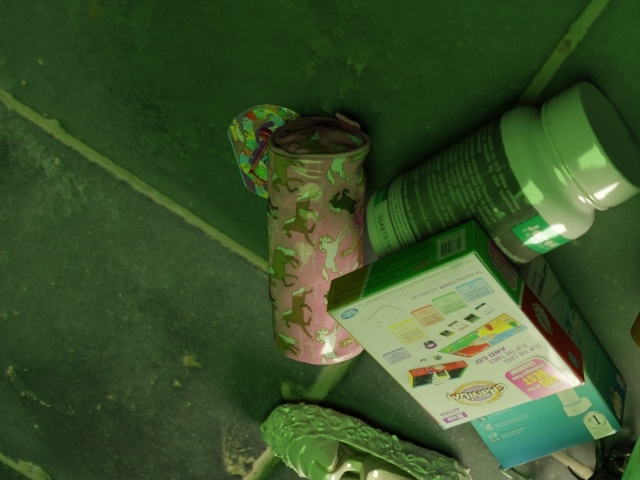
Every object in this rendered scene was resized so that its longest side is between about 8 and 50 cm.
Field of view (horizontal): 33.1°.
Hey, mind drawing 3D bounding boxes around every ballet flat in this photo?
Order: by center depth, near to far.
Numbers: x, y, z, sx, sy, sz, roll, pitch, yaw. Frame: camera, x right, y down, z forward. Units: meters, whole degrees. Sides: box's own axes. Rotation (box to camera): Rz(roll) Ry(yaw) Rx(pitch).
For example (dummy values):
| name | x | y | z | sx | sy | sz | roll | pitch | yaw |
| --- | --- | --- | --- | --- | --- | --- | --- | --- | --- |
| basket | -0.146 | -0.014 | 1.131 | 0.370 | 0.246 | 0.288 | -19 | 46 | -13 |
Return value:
| name | x | y | z | sx | sy | sz | roll | pitch | yaw |
| --- | --- | --- | --- | --- | --- | --- | --- | --- | --- |
| ballet flat | 0.072 | 0.399 | 1.908 | 0.408 | 0.147 | 0.147 | 15 | 122 | 11 |

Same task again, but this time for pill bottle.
| name | x | y | z | sx | sy | sz | roll | pitch | yaw |
| --- | --- | --- | --- | --- | --- | --- | --- | --- | --- |
| pill bottle | 0.260 | -0.064 | 1.537 | 0.361 | 0.204 | 0.204 | -31 | 105 | 31 |

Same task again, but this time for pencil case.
| name | x | y | z | sx | sy | sz | roll | pitch | yaw |
| --- | --- | --- | --- | --- | --- | --- | --- | --- | --- |
| pencil case | 0.000 | 0.000 | 1.684 | 0.160 | 0.167 | 0.386 | 4 | 119 | 10 |

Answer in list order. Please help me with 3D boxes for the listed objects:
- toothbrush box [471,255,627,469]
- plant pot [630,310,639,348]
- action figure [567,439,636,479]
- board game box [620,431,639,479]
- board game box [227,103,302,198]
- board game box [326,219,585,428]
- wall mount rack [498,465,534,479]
| name | x | y | z | sx | sy | sz | roll | pitch | yaw |
| --- | --- | --- | --- | --- | --- | --- | --- | --- | --- |
| toothbrush box | 0.315 | 0.189 | 1.707 | 0.216 | 0.126 | 0.295 | -28 | 107 | 30 |
| plant pot | 0.603 | 0.089 | 1.481 | 0.290 | 0.291 | 0.204 | 20 | 106 | 8 |
| action figure | 0.537 | 0.401 | 1.743 | 0.275 | 0.141 | 0.164 | -10 | 105 | 22 |
| board game box | 0.577 | 0.328 | 1.601 | 0.213 | 0.046 | 0.317 | 22 | 112 | 18 |
| board game box | -0.081 | -0.132 | 1.718 | 0.133 | 0.033 | 0.169 | -6 | 116 | 22 |
| board game box | 0.197 | 0.132 | 1.546 | 0.242 | 0.064 | 0.316 | -24 | 127 | 28 |
| wall mount rack | 0.368 | 0.473 | 1.719 | 0.304 | 0.130 | 0.350 | 36 | 173 | -40 |
